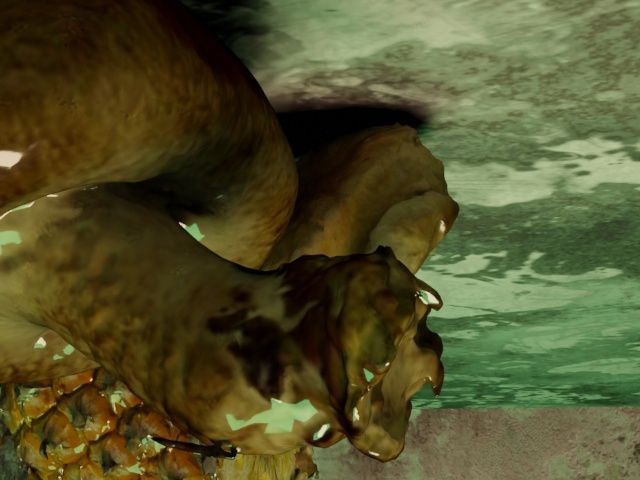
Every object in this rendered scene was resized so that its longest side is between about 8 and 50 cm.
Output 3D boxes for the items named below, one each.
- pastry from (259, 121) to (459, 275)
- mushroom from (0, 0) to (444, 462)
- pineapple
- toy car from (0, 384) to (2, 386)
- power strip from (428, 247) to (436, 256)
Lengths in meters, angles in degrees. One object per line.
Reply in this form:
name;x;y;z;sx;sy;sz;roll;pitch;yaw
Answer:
pastry;0.000;0.000;0.874;0.100;0.218;0.229;49;172;-17
mushroom;-0.135;0.012;0.663;0.334;0.356;0.331;-32;177;6
pineapple;-0.172;0.169;1.234;0.300;0.352;0.352;-7;164;29
toy car;-0.481;0.153;1.352;0.271;0.240;0.341;3;176;-13
power strip;0.091;0.007;1.237;0.083;0.017;0.027;9;163;-30
